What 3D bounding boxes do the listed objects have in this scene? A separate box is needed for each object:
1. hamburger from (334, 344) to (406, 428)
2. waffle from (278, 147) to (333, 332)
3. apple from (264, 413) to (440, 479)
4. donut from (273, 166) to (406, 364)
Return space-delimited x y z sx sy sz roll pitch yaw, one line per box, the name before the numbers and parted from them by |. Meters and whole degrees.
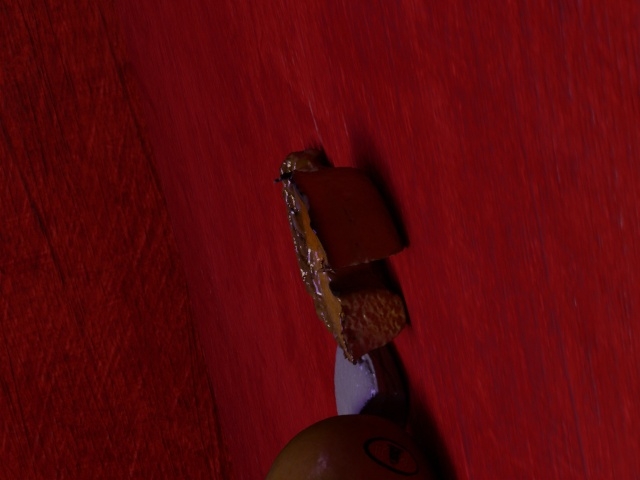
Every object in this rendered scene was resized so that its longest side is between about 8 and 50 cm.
hamburger | 0.043 0.127 1.689 0.121 0.054 0.084 97 158 -60
waffle | 0.002 0.002 1.733 0.191 0.038 0.191 164 90 -79
apple | 0.030 0.239 1.621 0.182 0.182 0.155 90 -170 -58
donut | 0.021 0.006 1.543 0.181 0.078 0.146 75 173 -50
